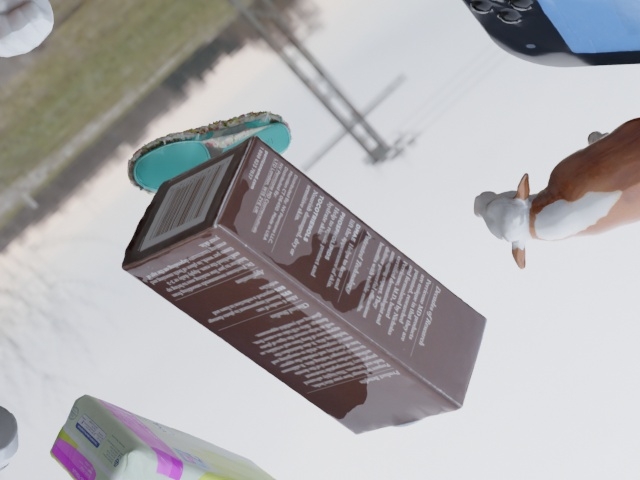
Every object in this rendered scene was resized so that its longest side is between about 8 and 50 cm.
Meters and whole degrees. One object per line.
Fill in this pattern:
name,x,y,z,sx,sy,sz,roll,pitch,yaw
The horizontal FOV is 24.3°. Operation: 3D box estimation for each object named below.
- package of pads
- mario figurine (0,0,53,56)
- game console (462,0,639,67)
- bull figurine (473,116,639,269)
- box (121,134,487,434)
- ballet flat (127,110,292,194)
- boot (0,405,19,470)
package of pads,-0.172,0.307,1.861,0.229,0.296,0.101,23,-93,61
mario figurine,-0.239,-0.264,1.050,0.320,0.198,0.170,-57,180,-28
game console,0.277,-0.255,1.297,0.386,0.342,0.060,1,-110,33
bull figurine,0.316,-0.074,1.558,0.310,0.101,0.188,-21,-168,26
box,-0.012,0.061,1.703,0.191,0.381,0.143,-22,-143,47
ballet flat,-0.152,-0.116,1.974,0.241,0.091,0.077,-14,-157,-25
boot,-0.421,0.265,1.809,0.095,0.123,0.258,-15,-162,-24
